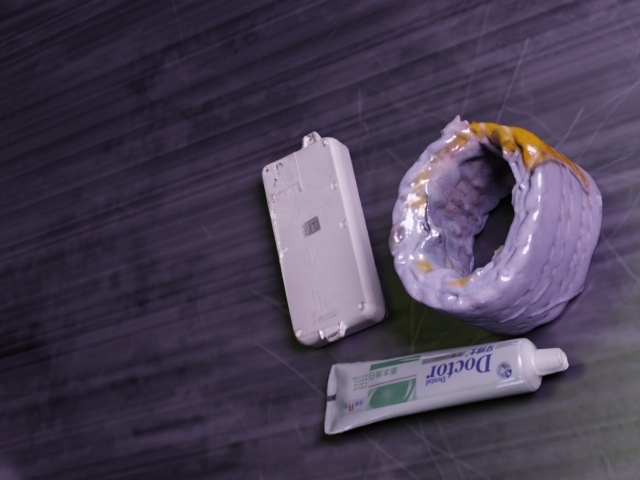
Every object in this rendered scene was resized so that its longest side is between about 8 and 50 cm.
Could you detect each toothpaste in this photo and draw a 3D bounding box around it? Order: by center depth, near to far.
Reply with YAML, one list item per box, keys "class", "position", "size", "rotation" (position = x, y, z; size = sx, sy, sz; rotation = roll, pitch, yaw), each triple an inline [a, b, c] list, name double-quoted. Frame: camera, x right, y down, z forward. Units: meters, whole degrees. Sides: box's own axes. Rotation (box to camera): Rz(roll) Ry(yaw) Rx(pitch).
- class: "toothpaste"
  position: [0.093, 0.111, 0.998]
  size: [0.218, 0.041, 0.064]
  rotation: [-14, 57, 32]

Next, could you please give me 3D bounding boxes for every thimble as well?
- class: "thimble"
  position: [0.134, -0.009, 0.958]
  size: [0.127, 0.118, 0.151]
  rotation: [23, 90, 36]

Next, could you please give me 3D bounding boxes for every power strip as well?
- class: "power strip"
  position: [0.000, 0.000, 1.095]
  size: [0.081, 0.035, 0.192]
  rotation: [-25, 63, 25]
